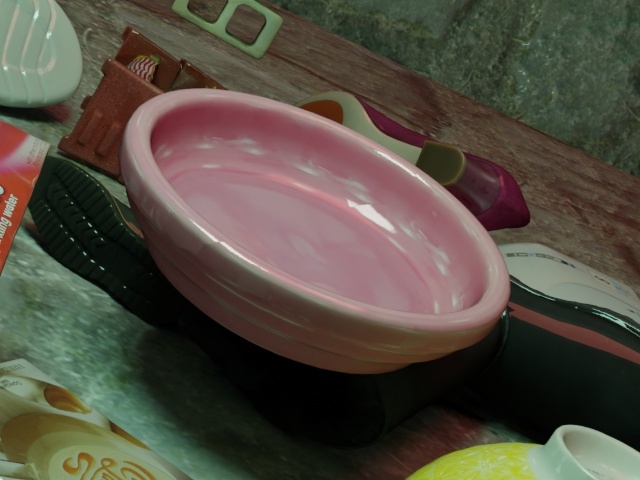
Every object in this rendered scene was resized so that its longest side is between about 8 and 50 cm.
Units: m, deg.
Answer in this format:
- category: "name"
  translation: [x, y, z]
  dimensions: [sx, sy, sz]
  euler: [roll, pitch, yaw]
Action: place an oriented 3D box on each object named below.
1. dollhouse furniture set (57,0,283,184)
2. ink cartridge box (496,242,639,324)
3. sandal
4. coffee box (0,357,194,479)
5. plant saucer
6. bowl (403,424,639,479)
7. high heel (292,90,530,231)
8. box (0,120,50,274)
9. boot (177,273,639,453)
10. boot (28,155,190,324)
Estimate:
- category: "dollhouse furniture set"
  translation: [-0.124, -0.242, 1.750]
  dimensions: [0.152, 0.374, 0.201]
  euler: [30, 13, -10]
- category: "ink cartridge box"
  translation: [0.229, 0.059, 1.915]
  dimensions: [0.385, 0.091, 0.308]
  euler: [27, 15, -9]
- category: "sandal"
  translation: [-0.440, -0.240, 1.685]
  dimensions: [0.416, 0.169, 0.102]
  euler: [14, -19, -42]
- category: "coffee box"
  translation: [-0.129, 0.177, 0.876]
  dimensions: [0.246, 0.098, 0.141]
  euler: [33, 16, 17]
- category: "plant saucer"
  translation: [-0.012, -0.002, 1.266]
  dimensions: [0.332, 0.084, 0.332]
  euler: [22, 25, -11]
- category: "bowl"
  translation: [0.184, 0.229, 1.146]
  dimensions: [0.289, 0.156, 0.289]
  euler: [26, 15, -8]
- category: "high heel"
  translation: [0.104, -0.093, 2.139]
  dimensions: [0.377, 0.127, 0.181]
  euler: [27, -4, 45]
- category: "box"
  translation: [-0.275, 0.012, 1.022]
  dimensions: [0.128, 0.123, 0.257]
  euler: [26, 28, -12]
- category: "boot"
  translation: [0.129, 0.112, 1.445]
  dimensions: [0.367, 0.146, 0.445]
  euler: [25, 10, 23]
- category: "boot"
  translation: [-0.171, 0.004, 1.453]
  dimensions: [0.198, 0.077, 0.137]
  euler: [46, 15, 14]
